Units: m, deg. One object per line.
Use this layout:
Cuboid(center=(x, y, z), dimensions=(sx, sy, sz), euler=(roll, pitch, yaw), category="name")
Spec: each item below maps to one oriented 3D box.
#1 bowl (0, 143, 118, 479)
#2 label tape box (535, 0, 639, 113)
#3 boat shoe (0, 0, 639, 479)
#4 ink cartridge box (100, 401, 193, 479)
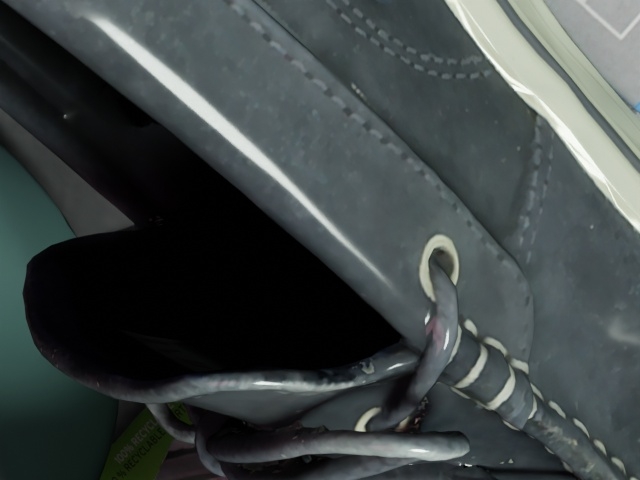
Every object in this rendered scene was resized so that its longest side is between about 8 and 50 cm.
Cuboid(center=(-0.206, 0.056, 0.638), dimensions=(0.311, 0.163, 0.311), euler=(11, 116, 24), category="bowl")
Cuboid(center=(0.164, -0.183, 0.370), dimensions=(0.240, 0.106, 0.333), euler=(42, 125, 5), category="label tape box")
Cuboid(center=(0.000, 0.000, 0.433), dimensions=(0.187, 0.156, 0.500), euler=(12, 146, 56), category="boat shoe")
Cuboid(center=(-0.004, 0.178, 0.625), dimensions=(0.255, 0.097, 0.189), euler=(45, 125, 3), category="ink cartridge box")
